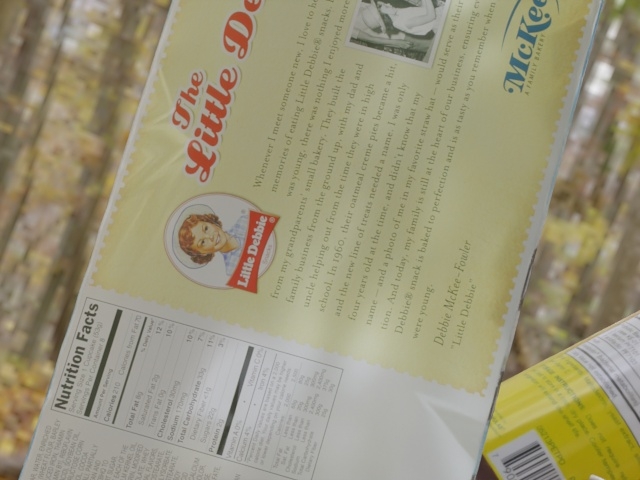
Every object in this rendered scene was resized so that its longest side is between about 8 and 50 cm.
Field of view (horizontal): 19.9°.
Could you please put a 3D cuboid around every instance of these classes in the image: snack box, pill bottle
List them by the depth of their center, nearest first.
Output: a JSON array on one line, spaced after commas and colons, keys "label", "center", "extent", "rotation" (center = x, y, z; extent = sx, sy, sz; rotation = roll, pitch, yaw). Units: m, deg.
[{"label": "snack box", "center": [0.000, 0.000, 0.810], "extent": [0.187, 0.322, 0.060], "rotation": [16, -11, 4]}, {"label": "pill bottle", "center": [0.162, 0.104, 0.949], "extent": [0.117, 0.215, 0.117], "rotation": [61, -9, 16]}]

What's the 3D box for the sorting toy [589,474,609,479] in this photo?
[{"label": "sorting toy", "center": [0.145, 0.150, 0.772], "extent": [0.045, 0.083, 0.075], "rotation": [7, 7, -40]}]
